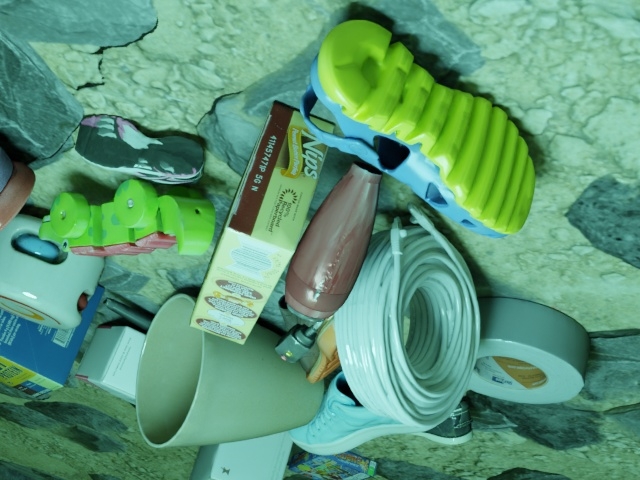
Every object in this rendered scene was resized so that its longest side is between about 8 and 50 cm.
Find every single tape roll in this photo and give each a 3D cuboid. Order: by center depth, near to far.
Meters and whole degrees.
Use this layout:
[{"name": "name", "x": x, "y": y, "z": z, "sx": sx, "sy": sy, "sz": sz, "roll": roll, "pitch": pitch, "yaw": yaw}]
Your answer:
[{"name": "tape roll", "x": 0.289, "y": 0.169, "z": 1.505, "sx": 0.219, "sy": 0.072, "sz": 0.219, "roll": 14, "pitch": 152, "yaw": 8}]

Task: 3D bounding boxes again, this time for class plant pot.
[{"name": "plant pot", "x": -0.141, "y": 0.241, "z": 1.728, "sx": 0.274, "sy": 0.256, "sz": 0.256, "roll": 14, "pitch": 157, "yaw": -32}]

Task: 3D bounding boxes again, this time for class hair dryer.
[{"name": "hair dryer", "x": 0.000, "y": 0.000, "z": 1.205, "sx": 0.080, "sy": 0.223, "sz": 0.293, "roll": 17, "pitch": 148, "yaw": -13}]

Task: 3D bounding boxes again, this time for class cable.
[{"name": "cable", "x": 0.115, "y": 0.110, "z": 1.299, "sx": 0.089, "sy": 0.257, "sz": 0.257, "roll": -1, "pitch": 153, "yaw": 38}]

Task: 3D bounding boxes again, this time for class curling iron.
[{"name": "curling iron", "x": -0.281, "y": 0.165, "z": 1.844, "sx": 0.274, "sy": 0.035, "sz": 0.068, "roll": 33, "pitch": 151, "yaw": -29}]

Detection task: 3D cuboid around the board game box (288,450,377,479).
[{"name": "board game box", "x": 0.026, "y": 0.523, "z": 2.317, "sx": 0.136, "sy": 0.035, "sz": 0.201, "roll": 26, "pitch": 151, "yaw": -15}]

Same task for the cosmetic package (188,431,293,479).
[{"name": "cosmetic package", "x": -0.183, "y": 0.487, "z": 2.201, "sx": 0.155, "sy": 0.196, "sz": 0.365, "roll": 22, "pitch": 153, "yaw": -9}]

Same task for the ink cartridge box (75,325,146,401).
[{"name": "ink cartridge box", "x": -0.301, "y": 0.272, "z": 1.923, "sx": 0.283, "sy": 0.117, "sz": 0.207, "roll": 29, "pitch": 163, "yaw": -23}]

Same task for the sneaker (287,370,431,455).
[{"name": "sneaker", "x": 0.052, "y": 0.279, "z": 1.787, "sx": 0.366, "sy": 0.135, "sz": 0.150, "roll": -25, "pitch": 127, "yaw": 38}]

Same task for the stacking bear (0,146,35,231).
[{"name": "stacking bear", "x": -0.545, "y": -0.129, "z": 1.350, "sx": 0.164, "sy": 0.175, "sz": 0.289, "roll": -10, "pitch": 134, "yaw": 44}]

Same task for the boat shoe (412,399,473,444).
[{"name": "boat shoe", "x": 0.173, "y": 0.314, "z": 1.846, "sx": 0.233, "sy": 0.084, "sz": 0.079, "roll": 2, "pitch": 111, "yaw": 38}]

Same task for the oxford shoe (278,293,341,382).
[{"name": "oxford shoe", "x": 0.005, "y": 0.126, "z": 1.574, "sx": 0.132, "sy": 0.130, "sz": 0.363, "roll": 48, "pitch": 161, "yaw": 11}]

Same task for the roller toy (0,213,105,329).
[{"name": "roller toy", "x": -0.450, "y": 0.046, "z": 1.610, "sx": 0.191, "sy": 0.146, "sz": 0.209, "roll": 6, "pitch": 157, "yaw": 38}]

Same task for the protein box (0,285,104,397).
[{"name": "protein box", "x": -0.525, "y": 0.138, "z": 1.755, "sx": 0.201, "sy": 0.199, "sz": 0.136, "roll": 31, "pitch": 148, "yaw": -24}]

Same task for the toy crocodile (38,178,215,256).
[{"name": "toy crocodile", "x": -0.273, "y": -0.020, "z": 1.399, "sx": 0.341, "sy": 0.105, "sz": 0.115, "roll": -7, "pitch": 172, "yaw": 38}]

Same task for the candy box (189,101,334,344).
[{"name": "candy box", "x": -0.081, "y": -0.010, "z": 1.269, "sx": 0.088, "sy": 0.182, "sz": 0.316, "roll": 21, "pitch": 151, "yaw": -6}]

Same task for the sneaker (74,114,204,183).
[{"name": "sneaker", "x": -0.235, "y": -0.105, "z": 1.309, "sx": 0.178, "sy": 0.072, "sz": 0.077, "roll": 18, "pitch": 163, "yaw": 9}]

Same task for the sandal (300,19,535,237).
[{"name": "sandal", "x": 0.101, "y": -0.110, "z": 1.077, "sx": 0.317, "sy": 0.126, "sz": 0.138, "roll": 38, "pitch": 154, "yaw": -22}]
